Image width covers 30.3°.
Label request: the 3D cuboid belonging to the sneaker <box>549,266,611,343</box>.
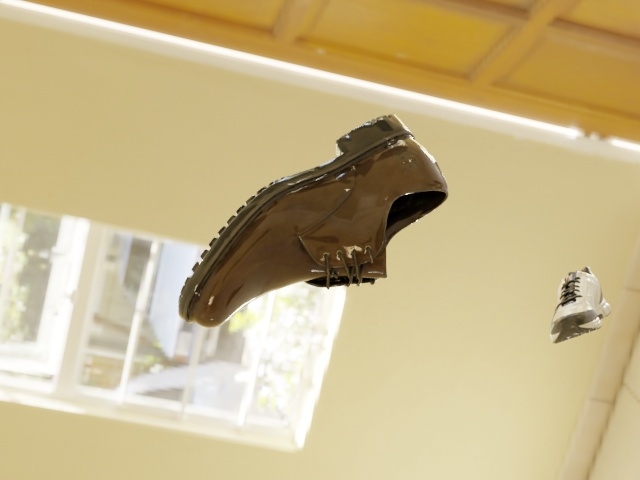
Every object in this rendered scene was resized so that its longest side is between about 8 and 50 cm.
[{"bbox_3d":[0.192,0.048,0.897,0.044,0.040,0.109,70,-159,-2],"label":"sneaker"}]

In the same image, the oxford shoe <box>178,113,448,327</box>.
[{"bbox_3d":[0.000,0.000,0.854,0.096,0.227,0.083,48,163,21],"label":"oxford shoe"}]
